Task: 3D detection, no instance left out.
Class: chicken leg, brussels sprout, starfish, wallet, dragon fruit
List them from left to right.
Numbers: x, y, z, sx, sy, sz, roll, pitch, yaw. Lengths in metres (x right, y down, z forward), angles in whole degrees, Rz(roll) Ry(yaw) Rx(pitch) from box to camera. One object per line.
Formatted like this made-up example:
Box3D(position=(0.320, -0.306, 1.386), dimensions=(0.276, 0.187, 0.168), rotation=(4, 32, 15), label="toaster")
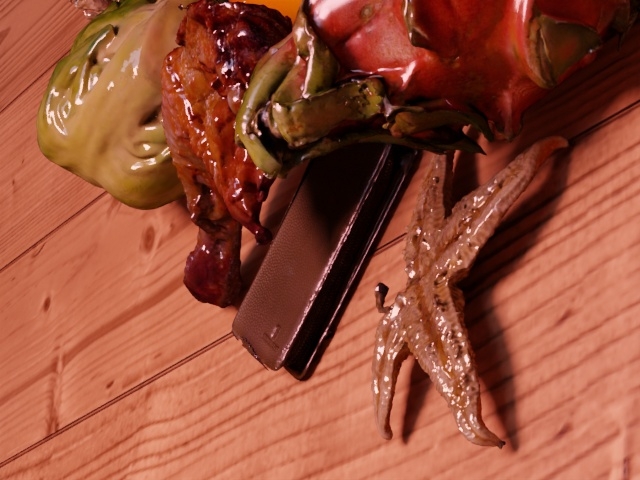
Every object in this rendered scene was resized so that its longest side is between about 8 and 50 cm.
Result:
Box3D(position=(-0.143, -0.130, 1.492), dimensions=(0.223, 0.161, 0.223), rotation=(-37, 21, 17), label="brussels sprout")
Box3D(position=(-0.065, -0.067, 1.275), dimensions=(0.322, 0.083, 0.177), rotation=(128, 133, -69), label="chicken leg")
Box3D(position=(0.000, 0.000, 1.281), dimensions=(0.198, 0.031, 0.110), rotation=(-63, 30, 7), label="wallet")
Box3D(position=(0.081, -0.126, 1.072), dimensions=(0.200, 0.198, 0.269), rotation=(28, 76, 33), label="dragon fruit")
Box3D(position=(0.087, 0.013, 1.108), dimensions=(0.138, 0.050, 0.247), rotation=(-12, 60, 56), label="starfish")

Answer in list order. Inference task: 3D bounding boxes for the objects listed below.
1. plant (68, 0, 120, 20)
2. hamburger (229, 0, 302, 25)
Box3D(position=(-0.212, -0.278, 1.761), dimensions=(0.116, 0.104, 0.122), rotation=(-53, 36, 3), label="plant")
Box3D(position=(0.021, -0.235, 1.271), dimensions=(0.246, 0.170, 0.246), rotation=(-42, 35, 39), label="hamburger")
